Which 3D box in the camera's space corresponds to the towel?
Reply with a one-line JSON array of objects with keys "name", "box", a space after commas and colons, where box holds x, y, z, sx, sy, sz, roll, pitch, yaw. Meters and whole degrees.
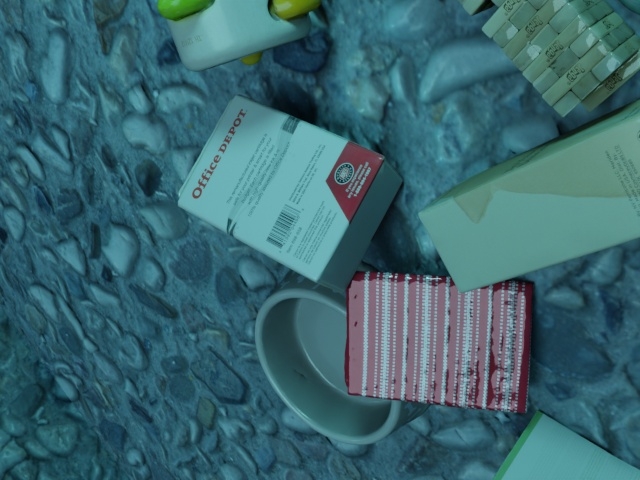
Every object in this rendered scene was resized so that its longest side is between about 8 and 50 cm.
[{"name": "towel", "box": [0.166, 0.146, 1.026, 0.275, 0.031, 0.198, 3, 101, 17]}]

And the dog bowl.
[{"name": "dog bowl", "box": [0.030, 0.199, 1.212, 0.349, 0.102, 0.348, 20, 126, 30]}]

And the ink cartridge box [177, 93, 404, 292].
[{"name": "ink cartridge box", "box": [-0.048, -0.073, 1.041, 0.273, 0.114, 0.197, 28, 88, 25]}]

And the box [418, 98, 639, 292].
[{"name": "box", "box": [0.285, -0.053, 0.813, 0.311, 0.148, 0.121, -25, 96, 45]}]

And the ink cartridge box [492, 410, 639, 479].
[{"name": "ink cartridge box", "box": [0.368, 0.358, 0.963, 0.235, 0.171, 0.056, 29, 131, 24]}]

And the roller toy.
[{"name": "roller toy", "box": [-0.114, -0.317, 0.969, 0.191, 0.209, 0.146, -134, 24, -73]}]

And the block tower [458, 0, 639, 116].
[{"name": "block tower", "box": [0.212, -0.288, 0.774, 0.335, 0.097, 0.091, 49, 137, 6]}]

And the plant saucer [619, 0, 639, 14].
[{"name": "plant saucer", "box": [0.349, -0.285, 0.709, 0.119, 0.021, 0.119, 21, 127, 31]}]
